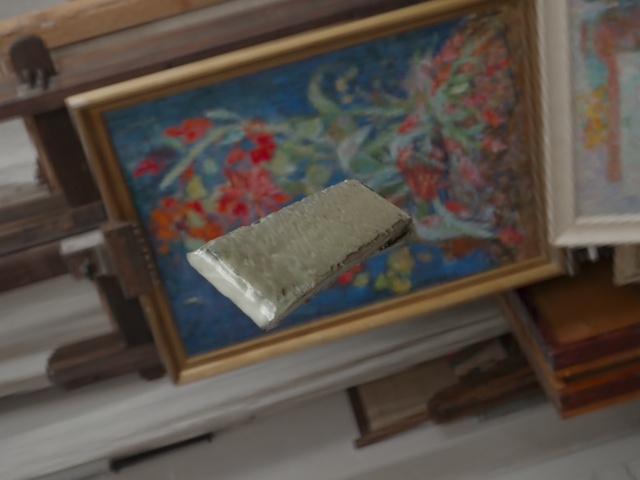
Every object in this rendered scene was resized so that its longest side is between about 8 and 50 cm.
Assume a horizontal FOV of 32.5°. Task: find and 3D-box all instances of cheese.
[{"bbox_3d":[0.000,-0.003,0.939,0.085,0.034,0.400,41,-161,9],"label":"cheese"}]
